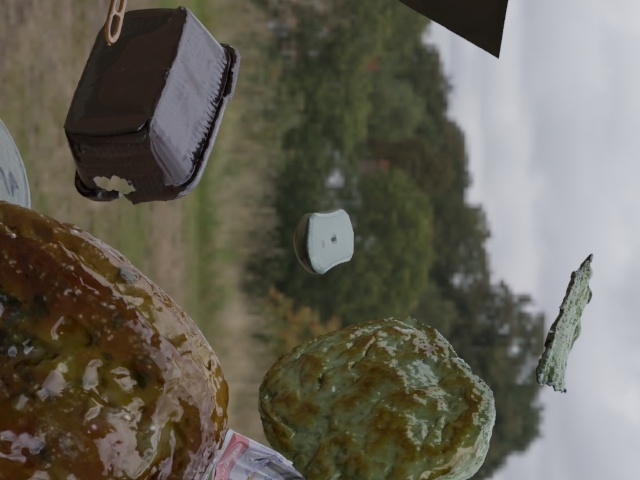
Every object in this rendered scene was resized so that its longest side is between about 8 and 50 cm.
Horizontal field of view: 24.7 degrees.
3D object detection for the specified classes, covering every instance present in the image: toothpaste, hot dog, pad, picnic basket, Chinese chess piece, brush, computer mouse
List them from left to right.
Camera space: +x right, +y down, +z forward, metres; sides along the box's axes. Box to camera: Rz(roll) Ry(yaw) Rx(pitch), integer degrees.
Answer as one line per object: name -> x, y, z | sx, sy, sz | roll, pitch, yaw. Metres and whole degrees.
Chinese chess piece -> -0.491, -0.092, 2.039 | 0.238, 0.092, 0.238 | -20, 90, -79
hot dog -> -0.269, 0.114, 1.260 | 0.267, 0.387, 0.174 | -59, 163, -13
brush -> -0.229, -0.396, 1.828 | 0.090, 0.017, 0.314 | 12, 91, -76
picnic basket -> -0.251, -0.206, 2.064 | 0.129, 0.222, 0.297 | 62, 34, -48
toothpaste -> -0.063, 0.292, 1.800 | 0.075, 0.048, 0.301 | -49, 153, 3
computer mouse -> 0.000, 0.000, 1.341 | 0.110, 0.032, 0.056 | -16, 101, -65
pad -> 0.102, -0.261, 1.431 | 0.004, 0.190, 0.127 | -50, 162, -23

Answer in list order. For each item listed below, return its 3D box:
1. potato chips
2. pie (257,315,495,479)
potato chips -> 0.258, 0.101, 1.527 | 0.207, 0.028, 0.092 | -62, 151, -46
pie -> 0.047, 0.165, 1.389 | 0.248, 0.201, 0.090 | 49, -20, 50
